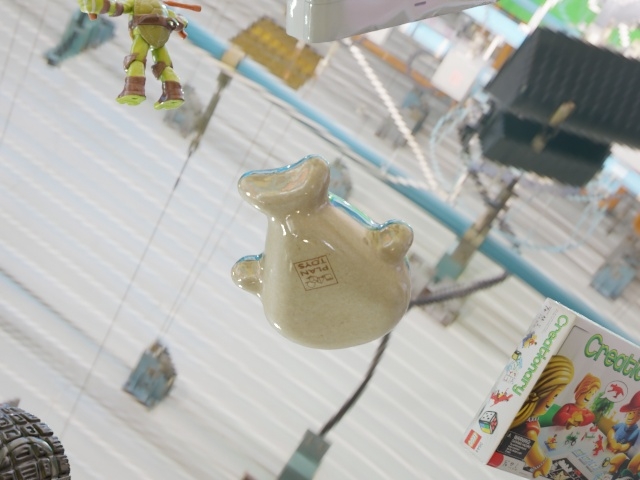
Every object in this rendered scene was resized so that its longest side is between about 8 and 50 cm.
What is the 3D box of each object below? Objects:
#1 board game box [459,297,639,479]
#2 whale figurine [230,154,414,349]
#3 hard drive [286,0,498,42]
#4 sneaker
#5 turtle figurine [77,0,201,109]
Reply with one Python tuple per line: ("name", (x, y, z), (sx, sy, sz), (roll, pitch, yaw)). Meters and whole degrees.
("board game box", (0.312, 0.200, 1.394), (0.305, 0.193, 0.053), (25, -173, -43))
("whale figurine", (0.000, 0.000, 1.350), (0.216, 0.272, 0.141), (-15, -140, 15))
("hard drive", (0.065, -0.306, 0.824), (0.203, 0.307, 0.040), (-20, -145, -36))
("sneaker", (-0.287, 0.289, 1.116), (0.109, 0.130, 0.286), (0, -125, -46))
("turtle figurine", (-0.252, -0.312, 1.799), (0.269, 0.087, 0.217), (5, -104, -56))
